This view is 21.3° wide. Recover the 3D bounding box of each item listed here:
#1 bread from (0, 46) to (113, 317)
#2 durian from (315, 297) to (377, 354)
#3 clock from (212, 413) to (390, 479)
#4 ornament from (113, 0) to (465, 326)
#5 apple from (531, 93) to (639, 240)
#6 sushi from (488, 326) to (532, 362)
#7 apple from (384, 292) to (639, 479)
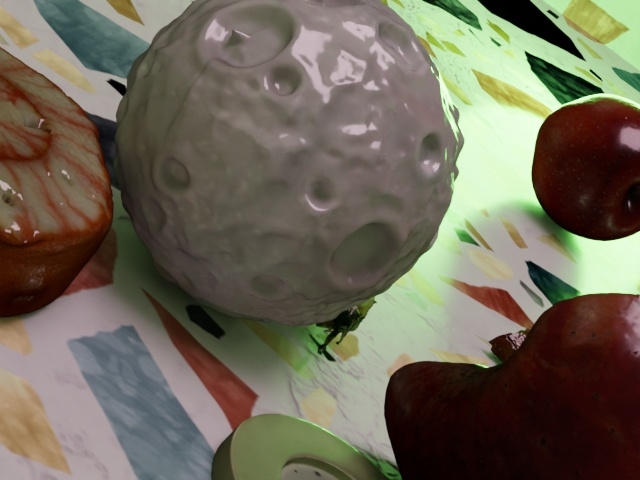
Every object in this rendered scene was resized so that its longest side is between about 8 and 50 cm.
[{"bbox_3d":[-0.316,-0.077,1.467,0.295,0.114,0.328,25,25,-34],"label":"bread"},{"bbox_3d":[0.003,-0.004,1.821,0.132,0.106,0.375,44,35,-37],"label":"durian"},{"bbox_3d":[0.009,0.245,1.469,0.235,0.029,0.235,34,24,-17],"label":"clock"},{"bbox_3d":[-0.035,-0.094,1.623,0.337,0.337,0.337,33,23,-15],"label":"ornament"},{"bbox_3d":[0.425,-0.109,2.559,0.218,0.218,0.201,19,14,-41],"label":"apple"},{"bbox_3d":[0.255,0.129,2.032,0.118,0.061,0.060,17,42,-41],"label":"sushi"},{"bbox_3d":[0.253,0.192,1.564,0.365,0.295,0.328,35,-6,-40],"label":"apple"}]
